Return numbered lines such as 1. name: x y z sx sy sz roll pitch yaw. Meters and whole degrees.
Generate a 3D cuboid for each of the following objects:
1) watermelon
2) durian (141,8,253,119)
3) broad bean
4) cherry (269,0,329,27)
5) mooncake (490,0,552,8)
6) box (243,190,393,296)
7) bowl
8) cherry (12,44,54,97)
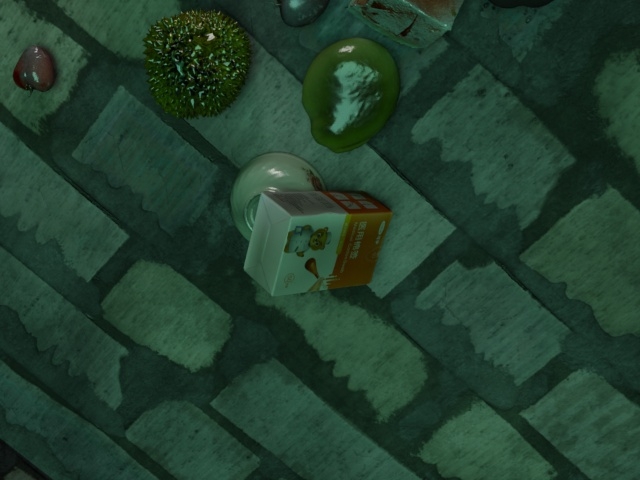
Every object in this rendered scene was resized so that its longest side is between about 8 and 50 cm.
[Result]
1. watermelon: 0.215 -0.571 1.506 0.212 0.201 0.262 31 109 -12
2. durian: -0.313 -0.432 1.640 0.291 0.225 0.291 2 105 9
3. broad bean: 0.069 -0.358 1.656 0.238 0.119 0.291 27 112 -1
4. cherry: -0.055 -0.608 1.589 0.148 0.115 0.188 -9 104 34
5. mooncake: 0.440 -0.618 1.443 0.244 0.133 0.245 7 136 7
6. box: 0.000 0.000 1.694 0.143 0.341 0.225 38 121 42
7. bowl: -0.121 -0.087 1.784 0.276 0.145 0.277 3 111 7
8. cherry: -0.760 -0.450 1.790 0.106 0.087 0.126 34 95 4
